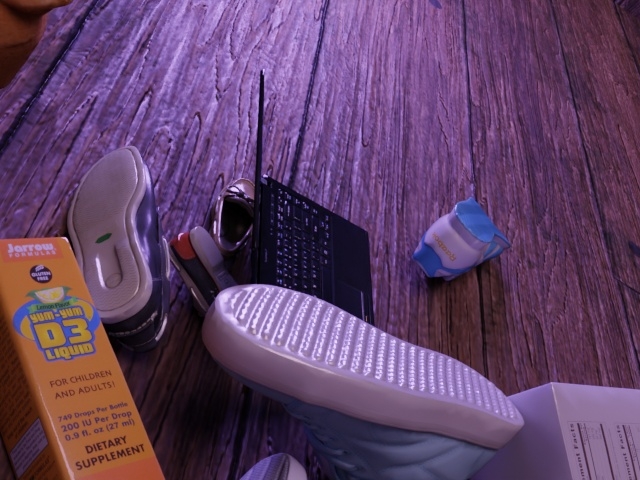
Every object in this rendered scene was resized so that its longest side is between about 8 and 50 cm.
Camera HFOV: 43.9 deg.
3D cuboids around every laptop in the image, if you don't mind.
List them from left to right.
[{"bbox_3d":[0.000,0.000,0.818,0.264,0.137,0.234,28,44,-31],"label":"laptop"}]

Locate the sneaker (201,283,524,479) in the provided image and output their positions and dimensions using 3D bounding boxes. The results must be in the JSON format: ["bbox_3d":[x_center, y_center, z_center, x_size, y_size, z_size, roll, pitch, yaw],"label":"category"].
[{"bbox_3d":[0.031,0.161,0.703,0.366,0.150,0.135,27,13,-34],"label":"sneaker"}]

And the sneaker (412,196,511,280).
[{"bbox_3d":[0.188,0.001,1.065,0.087,0.092,0.229,53,20,16],"label":"sneaker"}]

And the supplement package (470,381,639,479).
[{"bbox_3d":[0.293,0.240,0.864,0.244,0.139,0.133,11,61,-35],"label":"supplement package"}]

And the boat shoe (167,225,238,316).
[{"bbox_3d":[-0.107,0.054,0.784,0.137,0.043,0.049,62,19,-3],"label":"boat shoe"}]

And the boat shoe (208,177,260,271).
[{"bbox_3d":[-0.094,-0.022,0.864,0.056,0.048,0.153,35,39,-11],"label":"boat shoe"}]

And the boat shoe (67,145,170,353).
[{"bbox_3d":[-0.187,0.001,0.758,0.079,0.084,0.233,60,9,-47],"label":"boat shoe"}]

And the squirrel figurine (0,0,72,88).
[{"bbox_3d":[-0.384,-0.166,0.605,0.370,0.281,0.397,13,42,-49],"label":"squirrel figurine"}]

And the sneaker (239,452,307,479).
[{"bbox_3d":[-0.053,0.286,0.595,0.091,0.094,0.258,48,39,-24],"label":"sneaker"}]

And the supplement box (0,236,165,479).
[{"bbox_3d":[-0.208,0.110,0.619,0.078,0.080,0.233,-5,56,-46],"label":"supplement box"}]
